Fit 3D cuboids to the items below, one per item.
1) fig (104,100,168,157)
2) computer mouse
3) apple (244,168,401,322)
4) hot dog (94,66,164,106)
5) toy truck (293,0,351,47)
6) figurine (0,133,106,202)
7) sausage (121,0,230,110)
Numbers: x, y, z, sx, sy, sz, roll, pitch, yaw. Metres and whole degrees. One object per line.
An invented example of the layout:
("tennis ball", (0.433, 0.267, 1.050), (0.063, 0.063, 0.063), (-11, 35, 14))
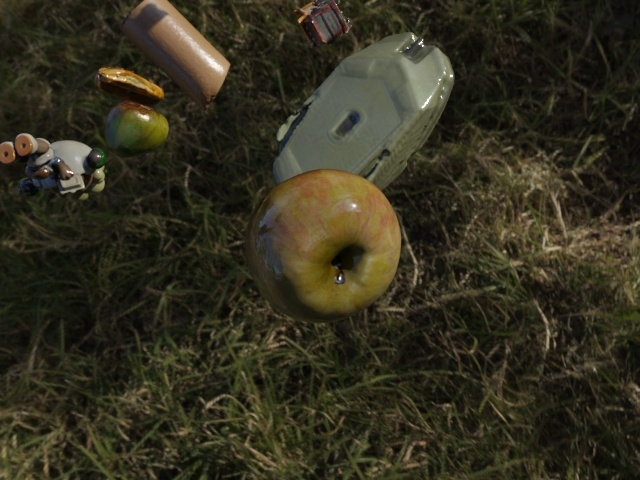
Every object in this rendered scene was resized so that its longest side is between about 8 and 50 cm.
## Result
("fig", (-0.577, -0.341, 1.848), (0.181, 0.181, 0.191), (29, 73, 36))
("computer mouse", (0.080, -0.210, 1.179), (0.429, 0.145, 0.228), (-49, 62, 2))
("apple", (0.000, 0.000, 0.977), (0.256, 0.257, 0.234), (-37, 32, 2))
("hot dog", (-0.346, -0.283, 1.095), (0.062, 0.144, 0.038), (-22, 75, 31))
("toy truck", (0.000, -0.651, 1.766), (0.135, 0.114, 0.270), (-32, 26, 6))
("figurine", (-0.393, -0.106, 0.892), (0.147, 0.197, 0.094), (-21, 93, 6))
("sausage", (-0.311, -0.419, 1.330), (0.123, 0.253, 0.123), (-43, 12, 11))
